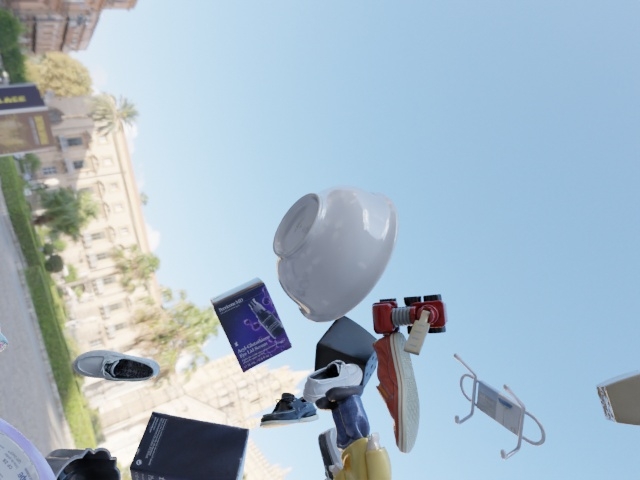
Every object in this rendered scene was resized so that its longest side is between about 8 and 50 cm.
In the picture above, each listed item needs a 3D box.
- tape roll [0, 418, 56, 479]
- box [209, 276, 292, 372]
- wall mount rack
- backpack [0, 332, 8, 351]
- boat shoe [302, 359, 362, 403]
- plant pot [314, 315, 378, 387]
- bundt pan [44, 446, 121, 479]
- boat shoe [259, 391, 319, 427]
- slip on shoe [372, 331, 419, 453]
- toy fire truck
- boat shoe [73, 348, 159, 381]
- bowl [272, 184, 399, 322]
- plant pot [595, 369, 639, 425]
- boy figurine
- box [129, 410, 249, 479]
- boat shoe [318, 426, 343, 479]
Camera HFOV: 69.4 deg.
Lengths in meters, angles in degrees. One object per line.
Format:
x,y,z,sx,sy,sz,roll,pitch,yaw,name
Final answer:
-0.572,0.395,0.762,0.275,0.090,0.275,40,-16,14,tape roll
-0.193,0.228,1.275,0.207,0.153,0.108,67,-15,-12,box
0.558,0.531,1.527,0.350,0.131,0.304,26,-55,55,wall mount rack
-0.588,0.177,0.710,0.115,0.182,0.152,42,-9,1,backpack
0.032,0.304,1.040,0.066,0.184,0.063,21,-71,45,boat shoe
0.096,0.390,1.542,0.167,0.188,0.187,17,-57,21,plant pot
-0.611,0.635,1.049,0.124,0.331,0.330,4,-66,13,bundt pan
-0.111,0.604,1.662,0.127,0.340,0.113,-19,-113,27,boat shoe
0.216,0.436,1.337,0.101,0.123,0.331,-17,-110,27,slip on shoe
0.248,0.242,1.342,0.217,0.246,0.158,-8,-99,22,toy fire truck
-0.564,0.346,1.274,0.081,0.228,0.079,137,-40,-73,boat shoe
0.000,0.000,0.909,0.298,0.134,0.297,-39,-148,32,bowl
0.649,0.336,0.969,0.109,0.096,0.109,45,34,-68,plant pot
0.067,0.427,0.860,0.177,0.092,0.285,-52,-139,44,boy figurine
-0.380,0.683,1.371,0.182,0.294,0.296,-83,-176,-51,box
0.063,0.856,1.697,0.105,0.113,0.306,-36,-114,33,boat shoe
